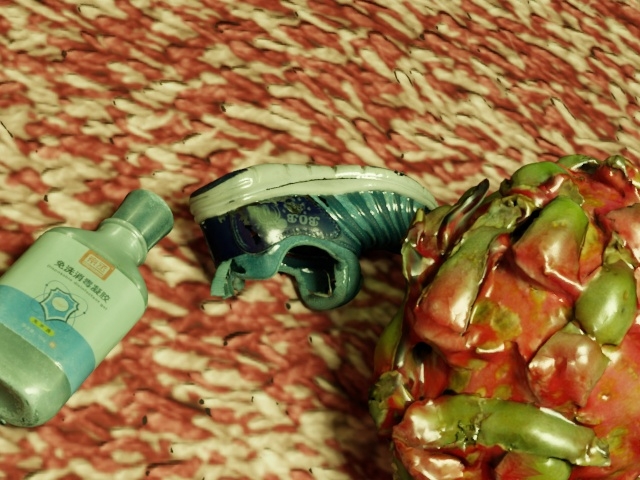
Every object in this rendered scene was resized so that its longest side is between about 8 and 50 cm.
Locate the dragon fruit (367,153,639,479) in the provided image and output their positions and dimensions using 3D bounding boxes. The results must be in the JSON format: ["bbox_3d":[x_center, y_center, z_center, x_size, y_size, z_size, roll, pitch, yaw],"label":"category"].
[{"bbox_3d":[0.163,0.073,1.290,0.302,0.237,0.231,-29,59,-20],"label":"dragon fruit"}]

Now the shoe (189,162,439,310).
[{"bbox_3d":[0.000,0.000,1.373,0.207,0.091,0.106,-3,78,-34],"label":"shoe"}]

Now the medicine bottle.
[{"bbox_3d":[-0.169,0.038,1.265,0.090,0.054,0.208,35,46,3],"label":"medicine bottle"}]
